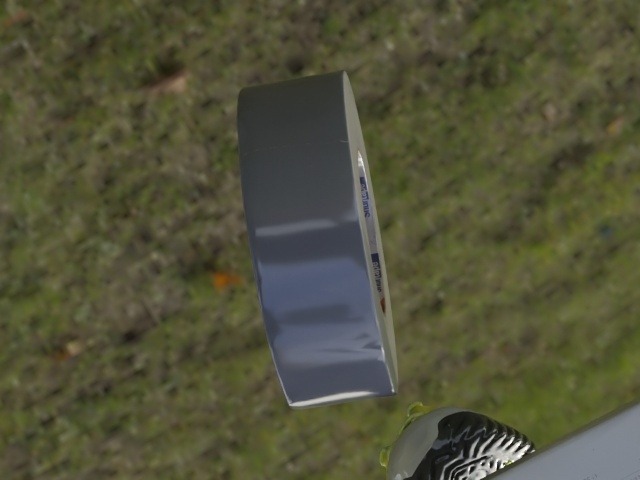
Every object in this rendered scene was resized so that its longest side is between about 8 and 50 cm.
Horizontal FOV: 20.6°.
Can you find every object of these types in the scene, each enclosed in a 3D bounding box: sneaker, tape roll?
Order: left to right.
[{"bbox_3d":[0.000,0.000,1.172,0.072,0.219,0.219,-10,155,5],"label":"tape roll"},{"bbox_3d":[0.105,0.209,1.508,0.145,0.147,0.384,-55,158,-6],"label":"sneaker"}]

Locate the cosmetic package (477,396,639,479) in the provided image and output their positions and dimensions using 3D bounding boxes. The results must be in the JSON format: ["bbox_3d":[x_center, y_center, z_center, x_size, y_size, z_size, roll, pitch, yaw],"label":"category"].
[{"bbox_3d":[0.162,0.302,1.234,0.377,0.284,0.097,-23,172,-23],"label":"cosmetic package"}]
